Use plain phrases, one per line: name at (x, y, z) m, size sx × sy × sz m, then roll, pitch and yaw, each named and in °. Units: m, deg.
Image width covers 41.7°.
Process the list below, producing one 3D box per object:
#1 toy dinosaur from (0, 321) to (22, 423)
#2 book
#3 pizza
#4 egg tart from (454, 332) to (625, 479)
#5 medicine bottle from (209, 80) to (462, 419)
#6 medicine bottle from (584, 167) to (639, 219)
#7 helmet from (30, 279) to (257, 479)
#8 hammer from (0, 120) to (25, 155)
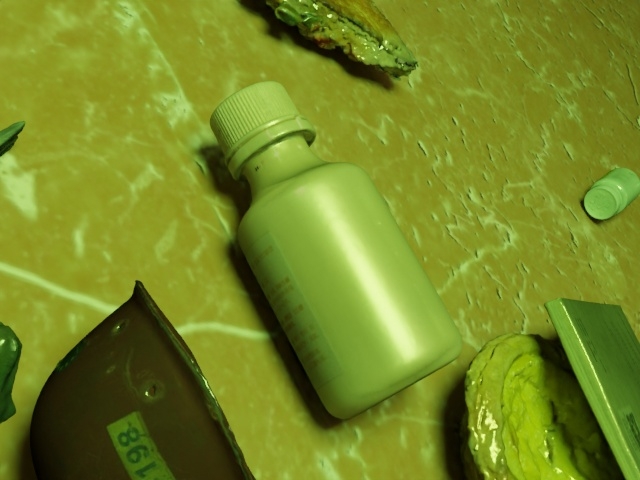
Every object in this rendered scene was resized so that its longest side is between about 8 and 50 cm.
toy dinosaur at (-0.152, 0.138, 0.377) m, size 0.179 × 0.187 × 0.087 m, roll 31°, pitch 41°, yaw 18°
book at (0.284, 0.151, 0.760) m, size 0.283 × 0.025 × 0.215 m, roll 15°, pitch 51°, yaw -60°
pizza at (0.016, -0.228, 0.852) m, size 0.195 × 0.052 × 0.185 m, roll 40°, pitch 36°, yaw -5°
egg tart at (0.174, 0.173, 0.687) m, size 0.191 × 0.074 × 0.191 m, roll 23°, pitch 50°, yaw -30°
medicine bottle at (0.000, 0.000, 0.630) m, size 0.114 × 0.114 × 0.252 m, roll -18°, pitch 74°, yaw -46°
medicine bottle at (0.355, -0.057, 1.024) m, size 0.083 × 0.047 × 0.047 m, roll -27°, pitch 81°, yaw -47°
helmet at (-0.095, 0.122, 0.465) m, size 0.106 × 0.155 × 0.175 m, roll -34°, pitch 105°, yaw -10°
hammer at (-0.262, -0.150, 0.578) m, size 0.103 × 0.029 × 0.246 m, roll 9°, pitch 55°, yaw -36°
